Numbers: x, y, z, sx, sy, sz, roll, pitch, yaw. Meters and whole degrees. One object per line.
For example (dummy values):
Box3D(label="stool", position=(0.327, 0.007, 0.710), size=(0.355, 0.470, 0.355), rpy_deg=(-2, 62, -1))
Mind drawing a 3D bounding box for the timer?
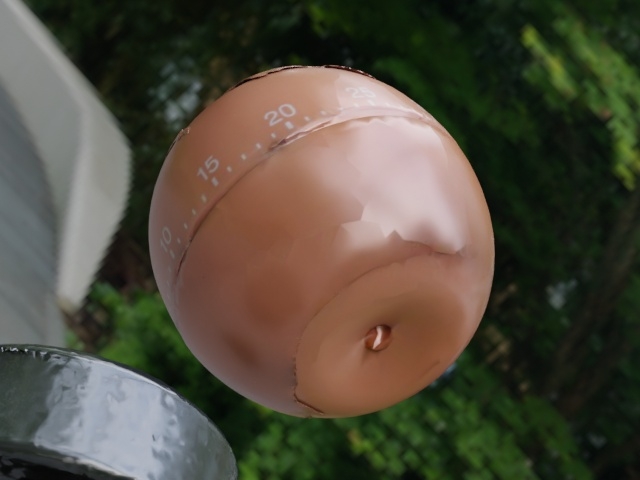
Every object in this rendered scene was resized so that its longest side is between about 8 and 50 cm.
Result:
Box3D(label="timer", position=(0.000, 0.000, 1.168), size=(0.229, 0.229, 0.215), rpy_deg=(47, 10, -47))

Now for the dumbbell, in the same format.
Box3D(label="dumbbell", position=(-0.161, 0.232, 0.843), size=(0.204, 0.203, 0.322), rpy_deg=(47, 39, -39))
